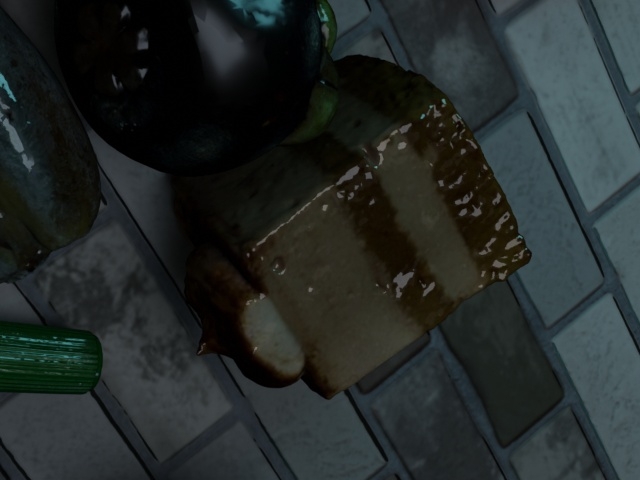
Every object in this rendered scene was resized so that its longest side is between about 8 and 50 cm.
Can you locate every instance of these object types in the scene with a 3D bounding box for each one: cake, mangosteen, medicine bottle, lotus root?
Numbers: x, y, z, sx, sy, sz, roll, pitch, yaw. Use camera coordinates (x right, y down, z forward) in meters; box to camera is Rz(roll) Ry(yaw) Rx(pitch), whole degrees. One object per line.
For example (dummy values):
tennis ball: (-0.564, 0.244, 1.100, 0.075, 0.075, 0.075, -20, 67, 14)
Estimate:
cake: (0.000, 0.000, 1.320, 0.293, 0.199, 0.196, -37, 123, -11)
mangosteen: (-0.091, -0.158, 1.199, 0.243, 0.243, 0.243, -8, 106, -27)
medicine bottle: (-0.323, 0.086, 1.229, 0.309, 0.076, 0.111, 7, 101, -31)
lotus root: (-0.285, -0.117, 1.166, 0.158, 0.140, 0.322, -26, 111, 6)
